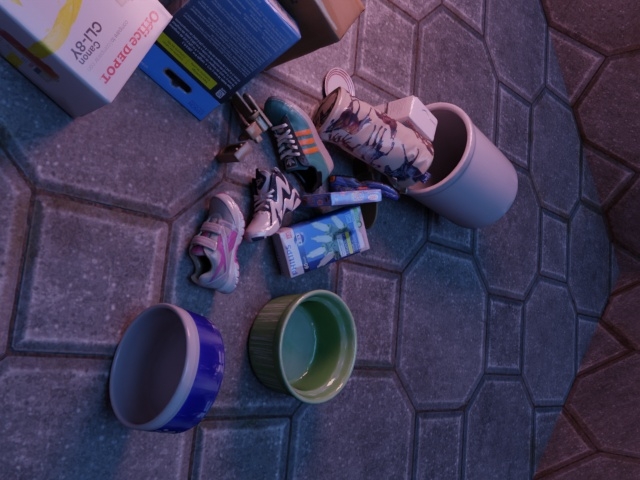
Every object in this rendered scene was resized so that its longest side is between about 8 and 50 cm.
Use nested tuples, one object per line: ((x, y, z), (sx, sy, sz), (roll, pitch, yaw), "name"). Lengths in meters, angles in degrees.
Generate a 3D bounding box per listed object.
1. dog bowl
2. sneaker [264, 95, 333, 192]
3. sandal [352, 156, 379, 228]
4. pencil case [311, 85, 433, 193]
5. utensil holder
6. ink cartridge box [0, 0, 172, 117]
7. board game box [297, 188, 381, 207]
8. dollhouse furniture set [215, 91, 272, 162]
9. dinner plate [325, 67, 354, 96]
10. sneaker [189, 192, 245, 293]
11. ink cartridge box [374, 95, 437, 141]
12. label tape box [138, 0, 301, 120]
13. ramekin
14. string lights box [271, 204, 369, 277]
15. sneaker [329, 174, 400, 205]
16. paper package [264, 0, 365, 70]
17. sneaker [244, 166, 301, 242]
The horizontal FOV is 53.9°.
((-0.330, 0.274, 1.348), (0.104, 0.265, 0.264), (28, 68, -44), "dog bowl")
((-0.069, -0.263, 1.769), (0.302, 0.108, 0.121), (52, 49, -33), "sneaker")
((0.166, -0.158, 2.027), (0.079, 0.088, 0.239), (-4, 85, -45), "sandal")
((0.155, -0.302, 1.910), (0.410, 0.160, 0.183), (26, 80, -27), "pencil case")
((0.463, -0.240, 2.176), (0.385, 0.328, 0.327), (27, 68, -44), "utensil holder")
((-0.530, -0.483, 1.258), (0.384, 0.160, 0.279), (45, 57, -35), "ink cartridge box")
((0.047, -0.118, 1.779), (0.160, 0.211, 0.039), (-7, 93, -28), "board game box")
((-0.223, -0.293, 1.604), (0.151, 0.144, 0.123), (-48, 117, -20), "dollhouse furniture set")
((0.058, -0.471, 1.982), (0.141, 0.017, 0.141), (3, 85, -45), "dinner plate")
((-0.261, 0.006, 1.554), (0.111, 0.103, 0.252), (6, 83, -48), "sneaker")
((0.251, -0.374, 2.043), (0.148, 0.203, 0.085), (34, 62, -39), "ink cartridge box")
((-0.252, -0.484, 1.511), (0.241, 0.334, 0.105), (41, 24, -37), "label tape box")
((-0.051, 0.285, 1.725), (0.303, 0.148, 0.303), (3, 86, -47), "ramekin")
((0.000, 0.000, 1.788), (0.260, 0.077, 0.133), (-20, 103, -23), "string lights box")
((0.134, -0.147, 1.941), (0.083, 0.221, 0.087), (-58, 158, -78), "sneaker")
((-0.101, -0.640, 1.612), (0.325, 0.310, 0.168), (52, 51, -30), "paper package")
((-0.154, -0.110, 1.682), (0.235, 0.094, 0.153), (-47, 119, -38), "sneaker")
